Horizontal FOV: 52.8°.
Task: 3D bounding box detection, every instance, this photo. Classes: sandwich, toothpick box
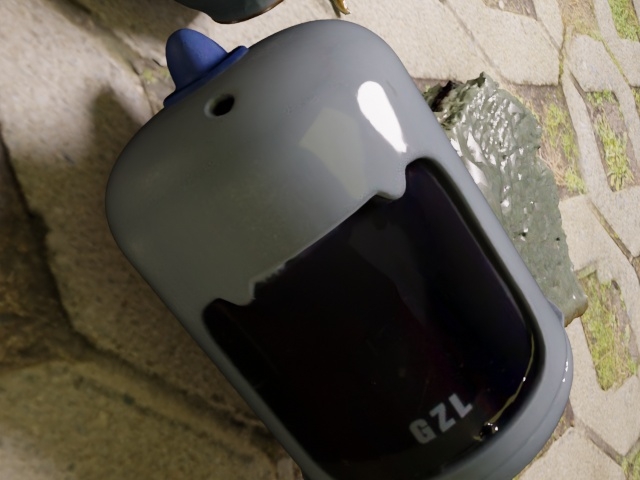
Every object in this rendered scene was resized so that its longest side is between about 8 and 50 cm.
[{"bbox_3d":[0.172,-0.022,0.730,0.262,0.131,0.325,-19,93,-46],"label":"sandwich"},{"bbox_3d":[0.000,0.000,0.482,0.354,0.263,0.263,54,47,-21],"label":"toothpick box"}]

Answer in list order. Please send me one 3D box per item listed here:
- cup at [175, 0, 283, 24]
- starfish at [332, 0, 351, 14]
[{"bbox_3d":[-0.083,-0.257,0.507,0.150,0.199,0.199,62,42,-40],"label":"cup"},{"bbox_3d":[-0.005,-0.327,0.690,0.208,0.053,0.176,-51,127,-34],"label":"starfish"}]
